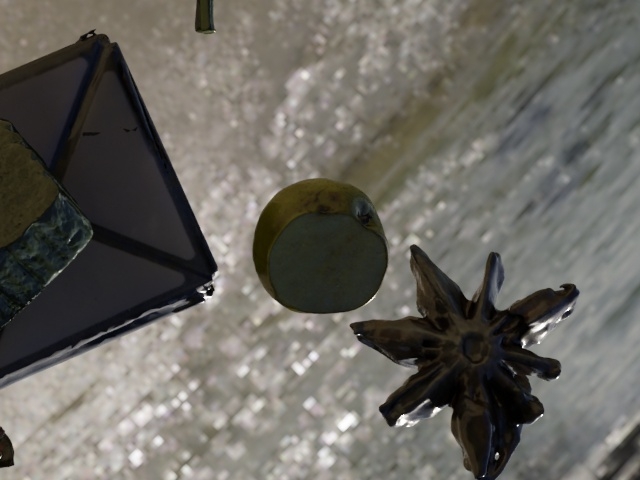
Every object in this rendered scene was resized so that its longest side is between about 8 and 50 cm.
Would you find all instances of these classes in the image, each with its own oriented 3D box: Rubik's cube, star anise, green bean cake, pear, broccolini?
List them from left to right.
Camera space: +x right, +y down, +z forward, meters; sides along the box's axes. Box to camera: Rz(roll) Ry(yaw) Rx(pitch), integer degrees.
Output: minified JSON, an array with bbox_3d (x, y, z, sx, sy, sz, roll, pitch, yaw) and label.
[{"bbox_3d":[-0.318,-0.004,1.505,0.183,0.185,0.094,-41,131,-4],"label":"green bean cake"},{"bbox_3d":[-0.311,-0.024,1.778,0.310,0.305,0.307,-26,-175,-11],"label":"Rubik's cube"},{"bbox_3d":[-0.080,-0.269,1.304,0.042,0.044,0.218,61,29,-76],"label":"broccolini"},{"bbox_3d":[0.000,0.000,1.625,0.141,0.141,0.104,-54,-161,24],"label":"pear"},{"bbox_3d":[0.169,0.160,2.011,0.359,0.316,0.139,-27,159,-8],"label":"star anise"}]

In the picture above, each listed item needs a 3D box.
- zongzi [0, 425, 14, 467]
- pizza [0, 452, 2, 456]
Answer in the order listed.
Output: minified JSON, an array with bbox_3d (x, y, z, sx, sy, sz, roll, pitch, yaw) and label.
[{"bbox_3d":[-0.299,0.164,1.320,0.073,0.083,0.067,-38,-165,-9],"label":"zongzi"},{"bbox_3d":[-0.244,0.148,1.006,0.099,0.029,0.100,-19,133,20],"label":"pizza"}]
